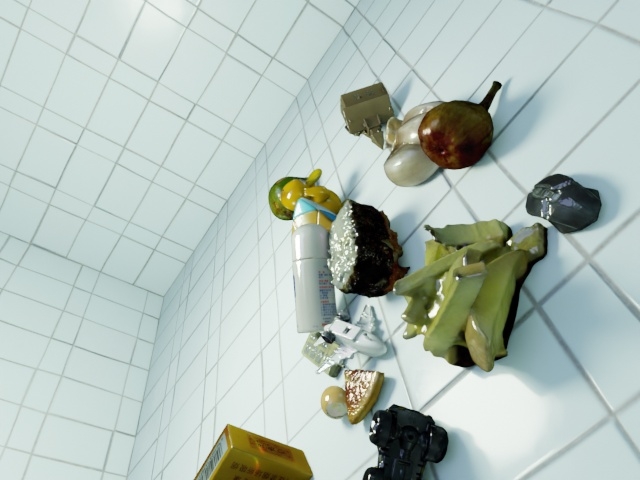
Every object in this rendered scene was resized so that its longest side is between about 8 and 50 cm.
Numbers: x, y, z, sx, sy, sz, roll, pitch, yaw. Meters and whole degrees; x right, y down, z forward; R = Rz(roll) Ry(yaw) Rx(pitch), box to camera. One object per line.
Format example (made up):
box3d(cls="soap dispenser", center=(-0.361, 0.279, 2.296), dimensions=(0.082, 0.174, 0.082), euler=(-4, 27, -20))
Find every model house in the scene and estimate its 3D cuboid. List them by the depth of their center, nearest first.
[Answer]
box3d(cls="model house", center=(0.189, -0.425, 1.942), dimensions=(0.176, 0.181, 0.248), euler=(76, 177, -65))

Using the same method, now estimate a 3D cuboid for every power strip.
box3d(cls="power strip", center=(0.015, 0.344, 1.581), dimensions=(0.092, 0.034, 0.268), euler=(-65, 24, -5))

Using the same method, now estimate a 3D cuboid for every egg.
box3d(cls="egg", center=(0.039, 0.429, 1.391), dimensions=(0.080, 0.080, 0.096), euler=(-54, 16, 18))

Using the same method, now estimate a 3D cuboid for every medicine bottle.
box3d(cls="medicine bottle", center=(-0.021, 0.115, 1.626), dimensions=(0.130, 0.130, 0.341), euler=(-19, 73, 58))

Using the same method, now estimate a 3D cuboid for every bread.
box3d(cls="bread", center=(0.118, 0.371, 1.322), dimensions=(0.136, 0.054, 0.154), euler=(-49, 33, 31))

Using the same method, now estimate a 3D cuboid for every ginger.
box3d(cls="ginger", center=(0.281, 0.071, 1.121), dimensions=(0.358, 0.211, 0.413), euler=(-61, 23, 0))

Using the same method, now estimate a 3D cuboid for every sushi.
box3d(cls="sushi", center=(0.124, 0.026, 1.529), dimensions=(0.196, 0.182, 0.343), euler=(-54, 24, 31))

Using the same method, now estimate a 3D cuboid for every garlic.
box3d(cls="garlic", center=(0.291, -0.297, 1.588), dimensions=(0.279, 0.132, 0.325), euler=(-70, 18, 3))

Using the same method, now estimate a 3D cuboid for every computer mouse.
box3d(cls="computer mouse", center=(0.479, -0.081, 1.049), dimensions=(0.105, 0.062, 0.192), euler=(-58, 25, 11))

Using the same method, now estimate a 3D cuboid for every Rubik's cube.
box3d(cls="Rubik's cube", center=(0.000, 0.000, 1.824), dimensions=(0.254, 0.254, 0.254), euler=(-46, 29, 34))

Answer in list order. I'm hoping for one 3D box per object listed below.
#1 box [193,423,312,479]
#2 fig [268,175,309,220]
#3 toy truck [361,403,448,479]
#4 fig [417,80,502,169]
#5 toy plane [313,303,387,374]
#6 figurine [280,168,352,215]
box3d(cls="box", center=(-0.238, 0.733, 1.412), dimensions=(0.415, 0.264, 0.116), euler=(-58, 24, 4))
box3d(cls="fig", center=(-0.108, -0.197, 2.271), dimensions=(0.245, 0.195, 0.195), euler=(-33, 12, -25))
box3d(cls="toy truck", center=(0.158, 0.455, 1.073), dimensions=(0.165, 0.147, 0.224), euler=(112, 174, -71))
box3d(cls="fig", center=(0.395, -0.318, 1.359), dimensions=(0.290, 0.190, 0.190), euler=(-43, 25, 2))
box3d(cls="toy plane", center=(0.082, 0.265, 1.424), dimensions=(0.251, 0.101, 0.255), euler=(-49, 27, -23))
box3d(cls="figurine", center=(-0.025, -0.148, 1.939), dimensions=(0.215, 0.228, 0.215), euler=(-37, 14, 11))
